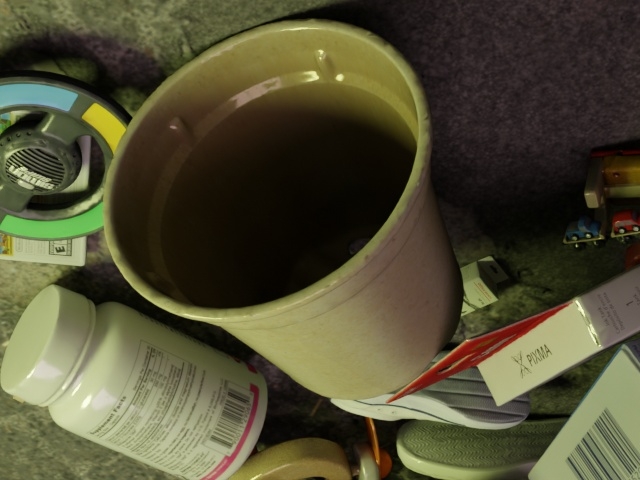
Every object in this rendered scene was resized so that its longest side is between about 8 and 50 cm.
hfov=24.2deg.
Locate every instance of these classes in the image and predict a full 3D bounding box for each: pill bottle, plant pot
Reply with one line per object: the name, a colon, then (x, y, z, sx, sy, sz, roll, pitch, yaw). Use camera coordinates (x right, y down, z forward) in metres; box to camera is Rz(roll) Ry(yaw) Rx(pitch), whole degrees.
pill bottle: (-0.218, 0.169, 1.747, 0.283, 0.160, 0.160, 29, 128, -26)
plant pot: (0.000, 0.000, 1.508, 0.333, 0.334, 0.305, -17, 144, 15)

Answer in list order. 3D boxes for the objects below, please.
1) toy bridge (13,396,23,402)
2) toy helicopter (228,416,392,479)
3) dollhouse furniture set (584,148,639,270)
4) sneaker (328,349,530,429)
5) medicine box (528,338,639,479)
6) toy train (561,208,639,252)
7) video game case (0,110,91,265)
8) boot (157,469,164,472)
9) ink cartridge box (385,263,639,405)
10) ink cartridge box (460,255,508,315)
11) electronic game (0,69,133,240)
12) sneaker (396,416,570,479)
toy bridge: (-0.297, 0.212, 1.883, 0.188, 0.026, 0.063, 33, 123, -29)
toy helicopter: (0.008, 0.331, 1.942, 0.235, 0.140, 0.355, -29, 147, 9)
dollhouse furniture set: (0.491, -0.040, 1.598, 0.374, 0.152, 0.201, 0, 138, 24)
sneaker: (0.129, 0.182, 1.835, 0.258, 0.094, 0.091, 14, 155, -13)
medicine box: (0.438, 0.230, 1.759, 0.289, 0.149, 0.263, -10, 142, -33)
toy train: (0.322, -0.015, 1.552, 0.158, 0.027, 0.036, -10, 130, 32)
video game case: (-0.352, -0.065, 1.607, 0.206, 0.026, 0.227, 5, 135, -7)
boot: (-0.181, 0.264, 1.927, 0.087, 0.042, 0.118, 19, 131, -16)
ink cartridge box: (0.233, 0.121, 1.618, 0.261, 0.066, 0.296, -23, 169, -20)
ink cartridge box: (0.174, 0.056, 1.737, 0.083, 0.028, 0.048, -26, 130, 22)
electronic game: (-0.292, -0.083, 1.536, 0.229, 0.048, 0.229, -1, 136, -1)
sneaker: (0.234, 0.312, 1.940, 0.292, 0.108, 0.169, 3, 132, -6)
